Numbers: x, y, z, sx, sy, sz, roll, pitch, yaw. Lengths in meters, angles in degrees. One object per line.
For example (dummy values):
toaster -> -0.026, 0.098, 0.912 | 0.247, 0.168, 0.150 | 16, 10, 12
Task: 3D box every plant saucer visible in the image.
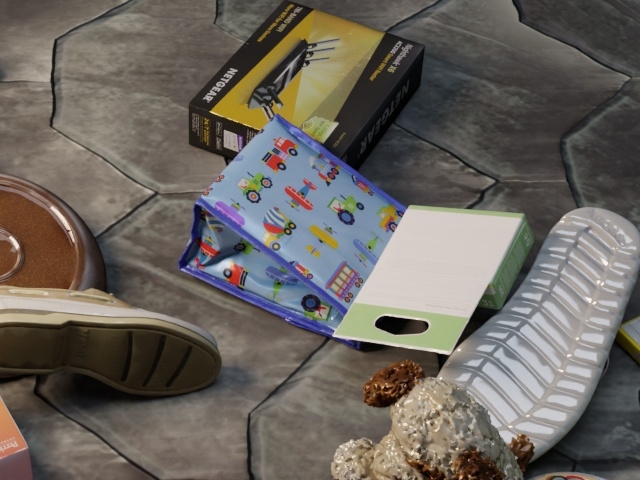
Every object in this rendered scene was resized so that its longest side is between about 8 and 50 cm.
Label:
plant saucer -> -0.420, 0.027, 1.885 | 0.310, 0.050, 0.310 | 9, 54, -13

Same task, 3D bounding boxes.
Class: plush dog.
plush dog -> 0.144, 0.241, 1.608 | 0.210, 0.225, 0.262 | -35, 55, -12

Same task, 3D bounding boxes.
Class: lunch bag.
lunch bag -> 0.000, 0.000, 1.966 | 0.293, 0.138, 0.221 | 29, 46, 9

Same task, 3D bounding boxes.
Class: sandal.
sandal -> 0.279, 0.139, 1.844 | 0.169, 0.102, 0.416 | 30, 64, 21

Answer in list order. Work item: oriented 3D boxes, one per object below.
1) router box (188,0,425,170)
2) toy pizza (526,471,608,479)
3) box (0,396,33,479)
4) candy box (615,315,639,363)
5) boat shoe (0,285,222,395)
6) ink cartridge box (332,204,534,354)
router box -> -0.017, -0.217, 2.212 | 0.243, 0.081, 0.309 | 20, 46, 16
toy pizza -> 0.294, 0.337, 1.688 | 0.201, 0.032, 0.201 | 2, 43, -2
box -> -0.419, 0.229, 1.704 | 0.130, 0.091, 0.170 | -21, 48, -24
candy box -> 0.475, 0.163, 1.889 | 0.105, 0.027, 0.206 | -19, 48, -26
boat shoe -> -0.265, 0.107, 1.796 | 0.302, 0.113, 0.103 | 12, 30, -24
ink cartridge box -> 0.142, 0.057, 1.847 | 0.171, 0.056, 0.235 | 6, 50, 33
